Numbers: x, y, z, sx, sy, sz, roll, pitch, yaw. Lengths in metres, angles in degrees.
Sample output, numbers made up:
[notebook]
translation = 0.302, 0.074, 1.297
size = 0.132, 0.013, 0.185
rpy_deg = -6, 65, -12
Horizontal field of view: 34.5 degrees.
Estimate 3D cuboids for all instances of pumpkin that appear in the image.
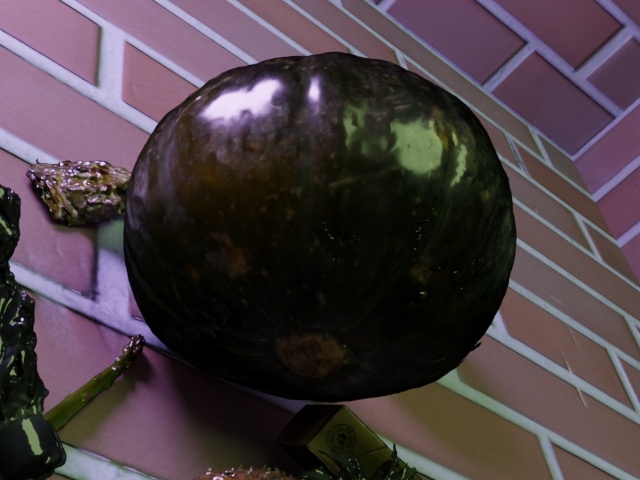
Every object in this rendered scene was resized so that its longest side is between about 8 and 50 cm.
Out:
[pumpkin]
translation = 0.000, 0.000, 1.168
size = 0.454, 0.454, 0.344
rpy_deg = 27, 44, -36

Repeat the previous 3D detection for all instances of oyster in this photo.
[oyster]
translation = -0.286, -0.066, 1.297
size = 0.177, 0.056, 0.105
rpy_deg = 7, 37, -47

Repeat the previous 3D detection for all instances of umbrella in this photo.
[umbrella]
translation = -0.339, 0.064, 0.950
size = 0.128, 0.154, 0.336
rpy_deg = 69, 7, -74

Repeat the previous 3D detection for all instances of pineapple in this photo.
[pineapple]
translation = -0.011, 0.267, 1.045
size = 0.251, 0.125, 0.125
rpy_deg = -6, 49, -21

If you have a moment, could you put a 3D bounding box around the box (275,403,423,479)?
[box]
translation = 0.069, 0.291, 1.196
size = 0.240, 0.071, 0.159
rpy_deg = 44, -15, -6

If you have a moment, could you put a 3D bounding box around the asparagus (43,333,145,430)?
[asparagus]
translation = -0.238, 0.152, 1.073
size = 0.024, 0.025, 0.248
rpy_deg = 6, 19, 16
